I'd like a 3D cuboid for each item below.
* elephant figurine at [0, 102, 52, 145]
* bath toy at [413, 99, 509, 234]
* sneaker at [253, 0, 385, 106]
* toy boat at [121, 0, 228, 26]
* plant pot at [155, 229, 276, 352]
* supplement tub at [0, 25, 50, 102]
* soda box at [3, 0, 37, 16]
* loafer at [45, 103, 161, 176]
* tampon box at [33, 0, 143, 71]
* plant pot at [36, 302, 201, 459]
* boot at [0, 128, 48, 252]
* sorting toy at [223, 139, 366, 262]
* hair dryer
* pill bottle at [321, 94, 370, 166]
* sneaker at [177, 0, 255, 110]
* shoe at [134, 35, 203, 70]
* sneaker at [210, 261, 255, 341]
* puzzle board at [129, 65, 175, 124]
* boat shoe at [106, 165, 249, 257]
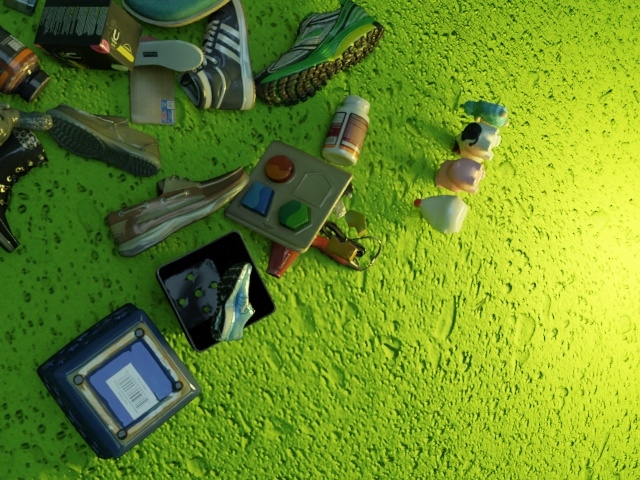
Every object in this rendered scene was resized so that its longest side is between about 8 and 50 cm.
[{"bbox_3d":[-0.656,-0.218,1.453,0.240,0.169,0.186,31,87,-5],"label":"elephant figurine"},{"bbox_3d":[0.339,-0.178,1.927,0.129,0.151,0.348,22,76,21],"label":"bath toy"},{"bbox_3d":[-0.023,-0.431,1.820,0.344,0.134,0.146,-36,75,-19],"label":"sneaker"},{"bbox_3d":[-0.326,-0.611,1.663,0.268,0.148,0.318,-26,83,5],"label":"toy boat"},{"bbox_3d":[-0.234,0.108,1.634,0.188,0.167,0.187,-28,95,-24],"label":"plant pot"},{"bbox_3d":[-0.633,-0.359,1.554,0.198,0.106,0.106,40,71,-14],"label":"supplement tub"},{"bbox_3d":[-0.590,-0.559,1.620,0.063,0.058,0.183,20,78,-19],"label":"soda box"},{"bbox_3d":[-0.445,-0.215,1.635,0.251,0.094,0.087,26,50,-27],"label":"loafer"},{"bbox_3d":[-0.463,-0.410,1.584,0.161,0.120,0.101,7,79,21],"label":"tampon box"},{"bbox_3d":[-0.382,0.274,1.530,0.236,0.212,0.236,-37,98,-23],"label":"plant pot"},{"bbox_3d":[-0.605,-0.113,1.544,0.179,0.085,0.236,-33,90,-22],"label":"boot"},{"bbox_3d":[-0.031,-0.085,1.719,0.307,0.041,0.229,26,69,19],"label":"sorting toy"},{"bbox_3d":[0.000,0.000,1.790,0.294,0.080,0.223,-26,95,-22],"label":"hair dryer"},{"bbox_3d":[0.064,-0.256,1.841,0.086,0.086,0.151,23,76,-19],"label":"pill bottle"},{"bbox_3d":[-0.239,-0.421,1.727,0.153,0.099,0.282,-10,91,-25],"label":"sneaker"},{"bbox_3d":[-0.329,-0.400,1.667,0.178,0.081,0.063,3,118,5],"label":"shoe"},{"bbox_3d":[-0.163,0.121,1.549,0.073,0.063,0.162,20,81,-38],"label":"sneaker"},{"bbox_3d":[-0.364,-0.314,1.712,0.097,0.011,0.128,-1,85,-24],"label":"puzzle board"},{"bbox_3d":[-0.296,-0.084,1.657,0.324,0.123,0.116,-32,94,-24],"label":"boat shoe"}]
